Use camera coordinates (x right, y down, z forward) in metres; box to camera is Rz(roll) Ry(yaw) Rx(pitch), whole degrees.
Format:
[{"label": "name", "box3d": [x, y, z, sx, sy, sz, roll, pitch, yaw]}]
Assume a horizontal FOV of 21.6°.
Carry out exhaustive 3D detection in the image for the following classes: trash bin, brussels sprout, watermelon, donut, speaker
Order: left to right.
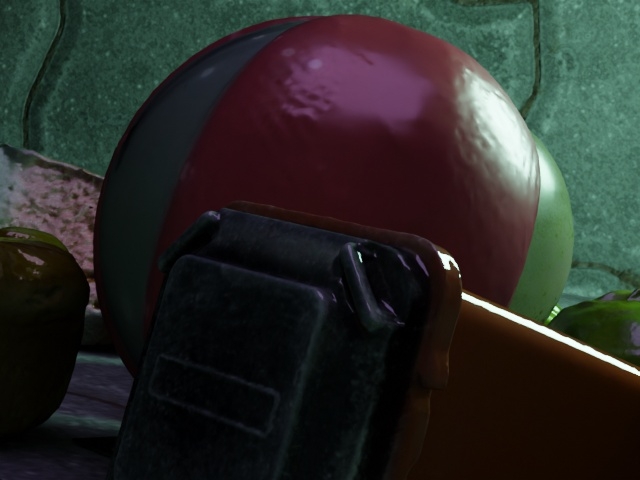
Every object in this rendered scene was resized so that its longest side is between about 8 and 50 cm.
[{"label": "donut", "box3d": [-0.277, 0.046, 1.036, 0.261, 0.128, 0.208, 8, 5, -3]}, {"label": "watermelon", "box3d": [-0.192, 0.025, 1.526, 0.256, 0.193, 0.140, 5, -28, 6]}, {"label": "speaker", "box3d": [0.000, 0.000, 1.033, 0.294, 0.294, 0.294, 8, 3, -1]}, {"label": "trash bin", "box3d": [0.039, 0.102, 0.719, 0.238, 0.184, 0.161, 20, -5, -40]}, {"label": "brussels sprout", "box3d": [0.199, 0.117, 1.110, 0.149, 0.151, 0.122, 33, 33, -4]}]

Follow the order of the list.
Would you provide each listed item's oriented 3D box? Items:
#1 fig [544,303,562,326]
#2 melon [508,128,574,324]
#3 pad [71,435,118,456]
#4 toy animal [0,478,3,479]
[{"label": "fig", "box3d": [0.152, 0.067, 1.777, 0.233, 0.167, 0.167, 50, 21, 21]}, {"label": "melon", "box3d": [0.037, 0.007, 1.354, 0.330, 0.269, 0.268, -11, 10, -20]}, {"label": "pad", "box3d": [-0.027, 0.143, 1.089, 0.158, 0.003, 0.235, 12, 5, 43]}, {"label": "toy animal", "box3d": [-0.055, 0.133, 0.847, 0.220, 0.062, 0.108, 9, 21, -6]}]
